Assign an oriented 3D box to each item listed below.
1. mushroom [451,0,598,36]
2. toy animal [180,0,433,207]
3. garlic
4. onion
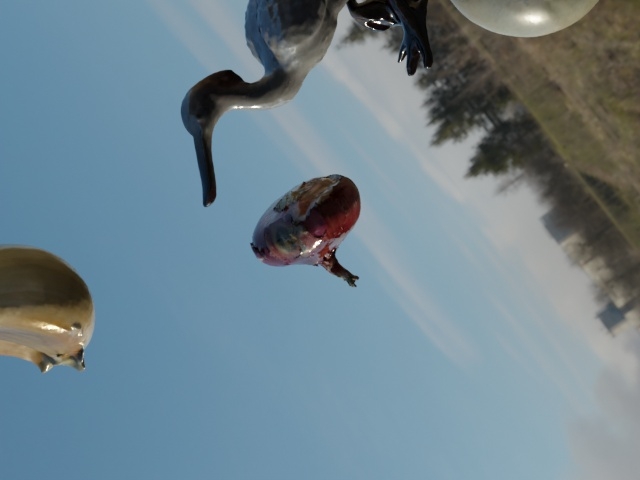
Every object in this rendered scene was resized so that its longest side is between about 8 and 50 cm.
[{"bbox_3d":[0.228,-0.353,1.170,0.243,0.243,0.243,47,-165,-17],"label":"mushroom"},{"bbox_3d":[-0.026,-0.198,0.928,0.195,0.324,0.090,59,156,-9],"label":"toy animal"},{"bbox_3d":[-0.491,0.103,1.435,0.313,0.249,0.286,18,-169,-30],"label":"garlic"},{"bbox_3d":[0.000,0.000,1.183,0.140,0.150,0.150,53,-166,-12],"label":"onion"}]
